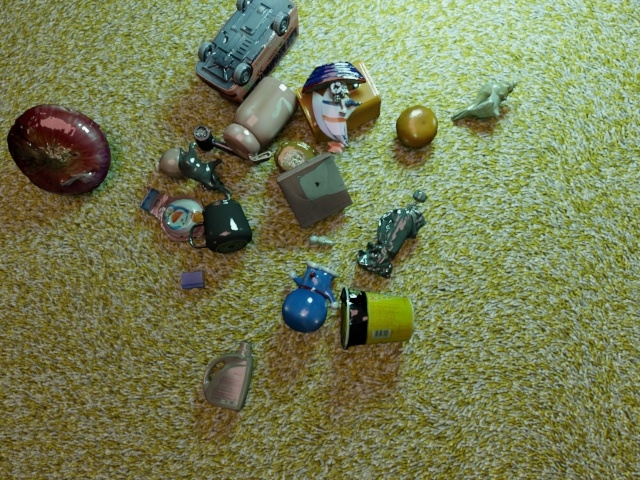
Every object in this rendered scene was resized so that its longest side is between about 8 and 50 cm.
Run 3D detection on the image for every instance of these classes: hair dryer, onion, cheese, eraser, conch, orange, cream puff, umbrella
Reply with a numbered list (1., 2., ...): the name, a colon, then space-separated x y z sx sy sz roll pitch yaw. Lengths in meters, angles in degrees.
1. hair dryer: -0.363 -0.364 1.563 0.256 0.128 0.069 20 84 -3
2. onion: -0.983 -0.355 1.562 0.349 0.285 0.347 -3 120 -5
3. cheese: -0.565 -0.104 1.562 0.286 0.074 0.188 29 84 9
4. eraser: -0.487 0.152 1.543 0.085 0.027 0.063 -8 83 3
5. conch: 0.621 -0.503 1.485 0.114 0.137 0.233 40 97 -17
6. orange: 0.355 -0.419 1.496 0.157 0.124 0.155 0 92 -9
7. cream puff: -0.093 -0.301 1.521 0.165 0.115 0.150 35 95 -8
8. umbrella: 0.271 -0.027 1.463 0.143 0.094 0.348 32 92 -10

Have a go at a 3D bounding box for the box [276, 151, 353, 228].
1. box: -0.021 -0.183 1.469 0.215 0.086 0.215 -26 116 2

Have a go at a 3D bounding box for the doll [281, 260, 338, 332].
1. doll: -0.039 0.203 1.445 0.216 0.161 0.256 19 68 21

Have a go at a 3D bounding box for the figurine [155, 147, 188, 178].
1. figurine: -0.561 -0.296 1.570 0.138 0.125 0.125 3 82 -7

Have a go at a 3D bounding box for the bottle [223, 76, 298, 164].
1. bottle: -0.216 -0.437 1.506 0.207 0.173 0.296 37 75 -6

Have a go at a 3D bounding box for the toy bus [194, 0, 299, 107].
1. toy bus: -0.271 -0.729 1.546 0.203 0.233 0.426 34 84 9

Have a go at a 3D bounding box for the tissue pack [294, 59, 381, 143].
1. tissue pack: 0.065 -0.526 1.528 0.275 0.145 0.194 -25 79 1

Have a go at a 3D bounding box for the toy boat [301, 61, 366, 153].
1. toy boat: 0.031 -0.479 1.431 0.220 0.072 0.317 17 94 5

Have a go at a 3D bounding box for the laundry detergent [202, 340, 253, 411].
1. laundry detergent: -0.333 0.477 1.460 0.172 0.076 0.236 10 83 7

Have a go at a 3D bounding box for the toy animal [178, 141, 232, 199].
1. toy animal: -0.426 -0.256 1.539 0.270 0.082 0.137 40 45 -27

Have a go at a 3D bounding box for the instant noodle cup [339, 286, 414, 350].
1. instant noodle cup: 0.188 0.268 1.387 0.237 0.215 0.215 2 82 -1

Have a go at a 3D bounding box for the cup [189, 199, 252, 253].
1. cup: -0.372 -0.047 1.483 0.224 0.169 0.176 -14 76 -11

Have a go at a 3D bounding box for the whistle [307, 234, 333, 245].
1. whistle: 0.000 0.000 1.515 0.101 0.035 0.035 10 83 5
